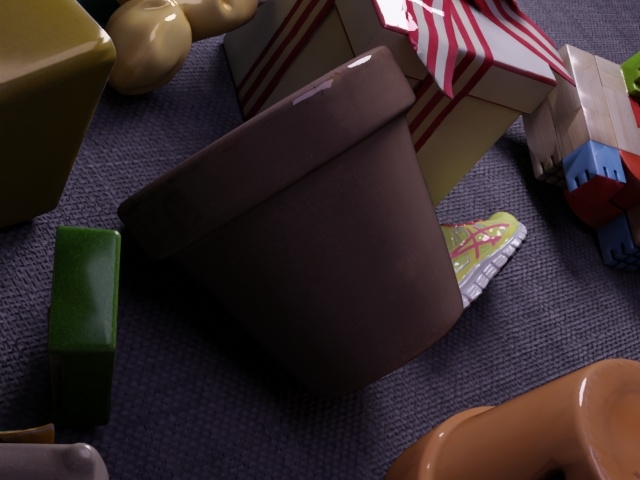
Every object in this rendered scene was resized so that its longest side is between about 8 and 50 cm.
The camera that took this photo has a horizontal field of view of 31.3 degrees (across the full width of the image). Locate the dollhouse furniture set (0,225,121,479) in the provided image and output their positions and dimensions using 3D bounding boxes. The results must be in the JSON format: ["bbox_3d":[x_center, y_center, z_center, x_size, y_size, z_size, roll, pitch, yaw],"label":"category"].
[{"bbox_3d":[-0.233,0.147,0.721,0.198,0.151,0.301,4,65,-12],"label":"dollhouse furniture set"}]

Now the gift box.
[{"bbox_3d":[0.083,-0.183,1.172,0.255,0.258,0.276,6,47,-37],"label":"gift box"}]

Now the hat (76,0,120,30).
[{"bbox_3d":[-0.298,-0.286,1.141,0.173,0.184,0.208,-68,147,-44],"label":"hat"}]

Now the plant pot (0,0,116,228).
[{"bbox_3d":[-0.306,-0.110,0.818,0.212,0.212,0.187,46,50,8],"label":"plant pot"}]

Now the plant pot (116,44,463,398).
[{"bbox_3d":[0.000,0.000,0.951,0.229,0.263,0.263,59,37,-4],"label":"plant pot"}]

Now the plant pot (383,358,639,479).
[{"bbox_3d":[0.219,0.231,0.912,0.291,0.203,0.291,24,39,-22],"label":"plant pot"}]

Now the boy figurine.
[{"bbox_3d":[-0.136,-0.260,1.130,0.177,0.092,0.285,25,61,-22],"label":"boy figurine"}]

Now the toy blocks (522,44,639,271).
[{"bbox_3d":[0.404,-0.078,1.440,0.381,0.191,0.261,15,55,-31],"label":"toy blocks"}]

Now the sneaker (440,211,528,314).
[{"bbox_3d":[0.142,0.010,1.174,0.094,0.081,0.208,42,37,6],"label":"sneaker"}]
